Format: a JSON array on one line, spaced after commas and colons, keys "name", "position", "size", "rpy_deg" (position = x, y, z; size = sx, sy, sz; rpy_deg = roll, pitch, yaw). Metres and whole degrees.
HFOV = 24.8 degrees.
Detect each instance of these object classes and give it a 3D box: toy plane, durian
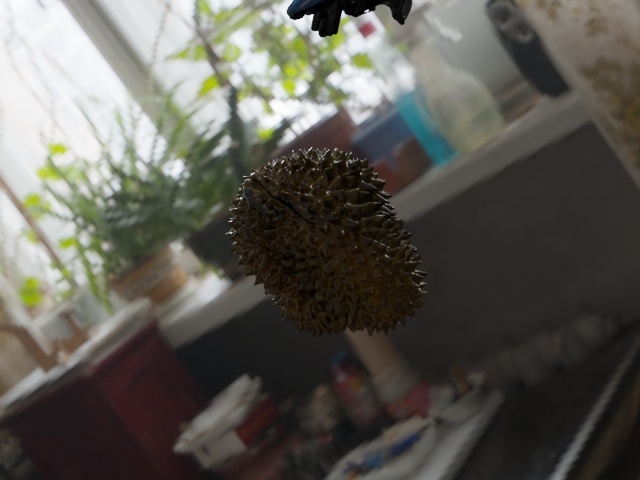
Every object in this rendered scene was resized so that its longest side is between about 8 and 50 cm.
[{"name": "toy plane", "position": [0.030, -0.222, 1.275], "size": [0.246, 0.169, 0.078], "rpy_deg": [-47, -29, -49]}, {"name": "durian", "position": [0.000, 0.000, 1.145], "size": [0.158, 0.168, 0.137], "rpy_deg": [1, 50, 45]}]
